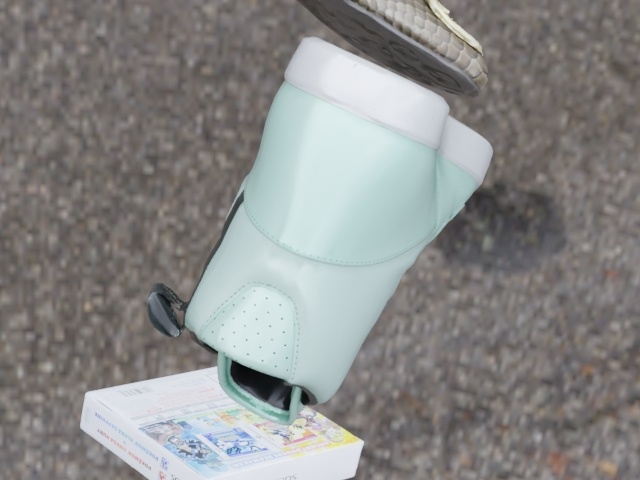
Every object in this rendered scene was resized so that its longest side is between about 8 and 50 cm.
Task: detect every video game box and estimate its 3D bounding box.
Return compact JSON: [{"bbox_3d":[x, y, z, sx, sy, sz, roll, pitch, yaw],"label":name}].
[{"bbox_3d":[-0.094,0.187,1.904,0.205,0.048,0.187,-8,26,-43],"label":"video game box"}]

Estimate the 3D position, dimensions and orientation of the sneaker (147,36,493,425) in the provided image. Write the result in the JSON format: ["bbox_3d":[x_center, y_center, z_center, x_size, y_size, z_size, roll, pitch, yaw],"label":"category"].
[{"bbox_3d":[-0.001,0.000,0.859,0.094,0.151,0.256,27,3,9],"label":"sneaker"}]

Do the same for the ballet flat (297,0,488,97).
[{"bbox_3d":[-0.001,-0.162,1.107,0.250,0.084,0.058,35,81,21],"label":"ballet flat"}]
